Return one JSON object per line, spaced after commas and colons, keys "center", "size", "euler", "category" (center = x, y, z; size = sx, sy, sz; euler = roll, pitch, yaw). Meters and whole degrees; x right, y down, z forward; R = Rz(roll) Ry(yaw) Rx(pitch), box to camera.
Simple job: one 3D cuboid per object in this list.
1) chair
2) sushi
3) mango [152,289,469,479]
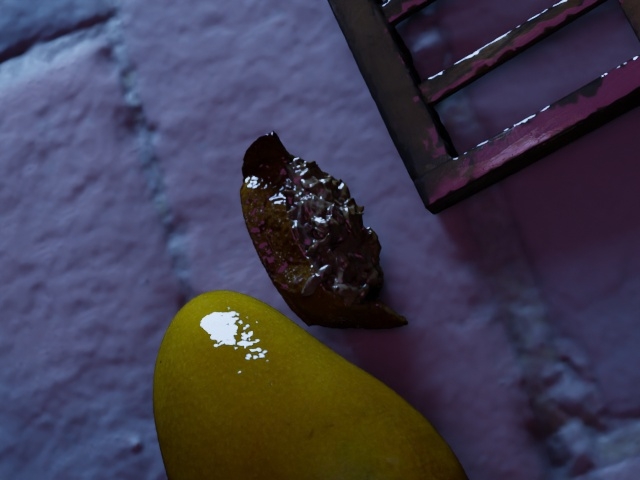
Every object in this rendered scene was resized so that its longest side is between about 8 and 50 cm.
{"center": [0.170, -0.207, 0.893], "size": [0.416, 0.240, 0.203], "euler": [-29, 73, 11], "category": "chair"}
{"center": [0.000, 0.000, 1.011], "size": [0.055, 0.052, 0.120], "euler": [-35, 67, 25], "category": "sushi"}
{"center": [-0.002, 0.126, 0.953], "size": [0.138, 0.113, 0.253], "euler": [-38, 62, 12], "category": "mango"}
